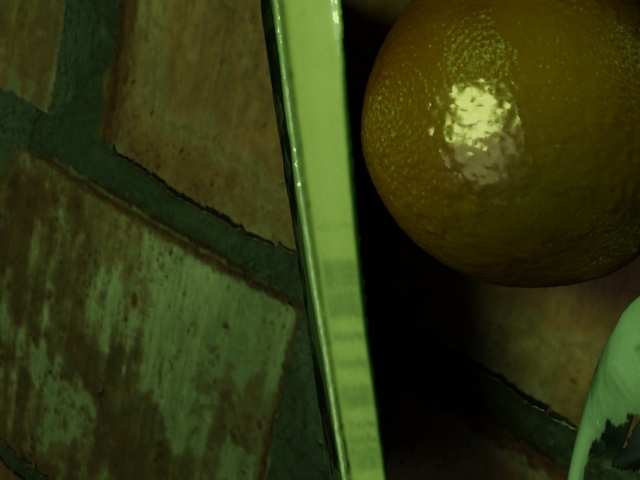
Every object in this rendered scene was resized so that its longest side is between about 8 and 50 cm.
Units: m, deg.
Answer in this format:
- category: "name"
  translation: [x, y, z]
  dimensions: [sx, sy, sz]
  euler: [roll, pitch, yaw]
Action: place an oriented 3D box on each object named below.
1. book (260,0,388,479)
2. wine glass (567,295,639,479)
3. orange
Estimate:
- category: "book"
  translation: [0.000, 0.000, 0.963]
  dimensions: [0.260, 0.043, 0.370]
  euler: [-142, 45, -84]
- category: "wine glass"
  translation: [0.226, 0.034, 0.746]
  dimensions: [0.143, 0.143, 0.321]
  euler: [31, 121, 34]
- category: "orange"
  translation: [0.120, -0.072, 0.842]
  dimensions: [0.206, 0.206, 0.206]
  euler: [10, 104, 41]
